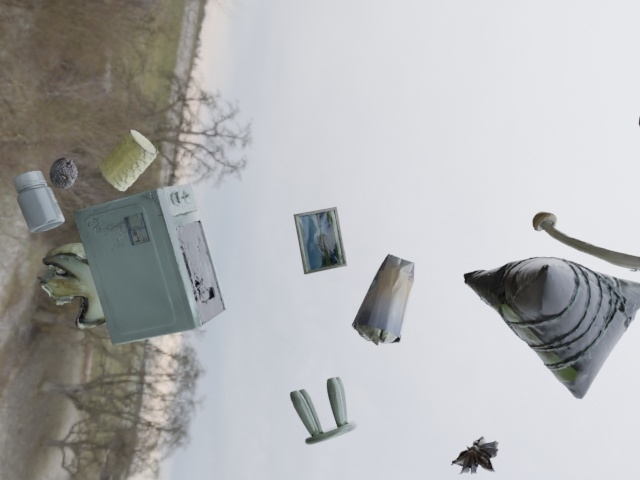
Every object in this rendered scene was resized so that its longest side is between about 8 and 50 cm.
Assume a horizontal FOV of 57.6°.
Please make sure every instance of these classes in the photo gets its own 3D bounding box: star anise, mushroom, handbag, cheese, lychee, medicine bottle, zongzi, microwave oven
[{"bbox_3d":[0.374,0.514,1.366,0.056,0.124,0.129,58,-13,-7],"label":"star anise"},{"bbox_3d":[0.457,0.013,0.922,0.306,0.068,0.043,34,-25,53],"label":"mushroom"},{"bbox_3d":[0.120,0.122,1.101,0.117,0.095,0.173,85,22,-68],"label":"handbag"},{"bbox_3d":[-0.600,-0.250,1.819,0.167,0.123,0.094,-43,173,14],"label":"cheese"},{"bbox_3d":[-0.625,-0.165,1.420,0.083,0.068,0.067,-54,178,10],"label":"lychee"},{"bbox_3d":[-0.659,-0.090,1.357,0.130,0.080,0.080,68,-20,1],"label":"medicine bottle"},{"bbox_3d":[0.531,0.137,1.280,0.319,0.383,0.362,-61,175,-8],"label":"zongzi"},{"bbox_3d":[-0.355,0.044,1.258,0.181,0.237,0.295,-34,110,-72],"label":"microwave oven"},{"bbox_3d":[-0.649,0.098,1.638,0.164,0.190,0.267,-94,161,-55],"label":"mushroom"}]

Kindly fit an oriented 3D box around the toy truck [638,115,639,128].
[{"bbox_3d":[0.801,-0.193,1.262,0.252,0.107,0.114,-107,176,-46],"label":"toy truck"}]

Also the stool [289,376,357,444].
[{"bbox_3d":[0.015,0.605,2.082,0.195,0.195,0.198,54,18,-74],"label":"stool"}]

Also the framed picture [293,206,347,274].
[{"bbox_3d":[0.000,0.000,1.403,0.011,0.109,0.149,-170,-111,-77],"label":"framed picture"}]
